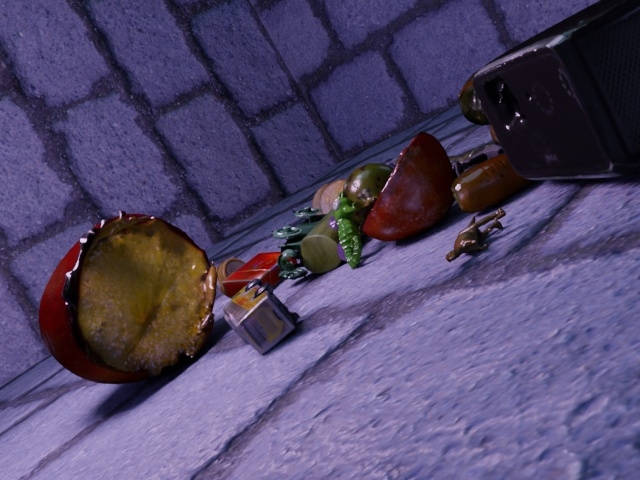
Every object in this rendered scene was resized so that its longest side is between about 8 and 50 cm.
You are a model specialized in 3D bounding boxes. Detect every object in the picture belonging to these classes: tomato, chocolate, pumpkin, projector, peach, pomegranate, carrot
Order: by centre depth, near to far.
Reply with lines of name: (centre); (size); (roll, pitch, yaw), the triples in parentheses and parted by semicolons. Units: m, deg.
projector: (0.502, -0.273, 1.259); (0.405, 0.242, 0.395); (-29, 6, -5)
carrot: (0.333, -0.118, 1.472); (0.193, 0.087, 0.087); (-28, 8, -1)
tomato: (0.192, -0.088, 1.601); (0.233, 0.139, 0.200); (-63, -10, 17)
peach: (-0.404, 0.136, 1.709); (0.353, 0.339, 0.416); (-50, 9, 6)
pomegranate: (0.117, -0.081, 1.807); (0.156, 0.156, 0.220); (-24, 26, 38)
chocolate: (0.055, -0.099, 2.215); (0.134, 0.134, 0.309); (-31, 4, -8)
pumpkin: (0.544, -0.448, 2.502); (0.238, 0.159, 0.238); (-22, 31, 14)

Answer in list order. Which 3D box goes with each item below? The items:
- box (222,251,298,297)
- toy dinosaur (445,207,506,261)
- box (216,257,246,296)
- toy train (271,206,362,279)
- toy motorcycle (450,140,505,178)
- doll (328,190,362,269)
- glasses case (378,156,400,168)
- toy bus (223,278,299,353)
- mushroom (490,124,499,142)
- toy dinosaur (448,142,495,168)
box: (-0.145, 0.080, 1.979); (0.112, 0.048, 0.175); (-4, 21, 29)
toy dinosaur: (0.229, -0.004, 1.288); (0.126, 0.039, 0.162); (-33, 7, -11)
box: (-0.213, 0.095, 2.022); (0.037, 0.105, 0.105); (-36, 3, 35)
toy train: (0.002, 0.008, 1.863); (0.189, 0.126, 0.307); (6, 18, 14)
toy motorcycle: (0.336, -0.150, 1.675); (0.122, 0.080, 0.215); (-30, 12, 1)
doll: (0.057, -0.023, 1.669); (0.050, 0.190, 0.115); (2, -36, -16)
glasses case: (0.164, -0.202, 2.671); (0.248, 0.065, 0.087); (-33, 10, -18)
toy bus: (-0.114, 0.137, 1.492); (0.106, 0.092, 0.268); (-41, 10, -8)
mushroom: (0.554, -0.343, 2.059); (0.351, 0.095, 0.123); (-33, -9, -33)
toy dinosaur: (0.310, -0.167, 1.911); (0.294, 0.077, 0.162); (-17, -1, -18)
